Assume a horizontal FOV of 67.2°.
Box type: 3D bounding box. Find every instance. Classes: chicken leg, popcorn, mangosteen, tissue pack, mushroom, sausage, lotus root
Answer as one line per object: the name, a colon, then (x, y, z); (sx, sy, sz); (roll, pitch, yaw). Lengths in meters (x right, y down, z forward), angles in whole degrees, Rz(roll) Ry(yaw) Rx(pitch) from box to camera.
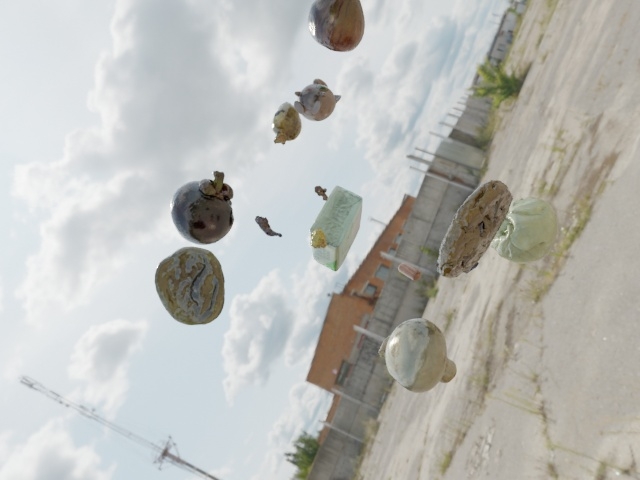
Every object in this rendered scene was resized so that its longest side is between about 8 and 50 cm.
chicken leg: (-0.307, -0.073, 2.808); (0.053, 0.205, 0.093); (-37, -14, -52)
popcorn: (0.000, 0.000, 1.904); (0.084, 0.084, 0.084); (22, -90, -78)
mangosteen: (-0.496, -0.129, 2.082); (0.293, 0.297, 0.297); (-27, -19, -4)
tissue pack: (0.088, -0.058, 2.691); (0.332, 0.205, 0.405); (-60, -11, -19)
mushroom: (0.291, 0.325, 1.352); (0.206, 0.208, 0.207); (10, -90, -87)
sausage: (0.269, 0.094, 1.459); (0.034, 0.083, 0.034); (-13, -64, -27)
lotus root: (-0.163, -0.578, 2.340); (0.154, 0.139, 0.257); (47, -143, -45)

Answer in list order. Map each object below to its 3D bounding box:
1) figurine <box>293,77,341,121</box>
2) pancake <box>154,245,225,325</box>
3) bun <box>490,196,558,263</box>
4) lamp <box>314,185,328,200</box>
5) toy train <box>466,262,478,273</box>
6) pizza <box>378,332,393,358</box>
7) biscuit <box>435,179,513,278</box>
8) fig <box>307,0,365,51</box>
figurine: (-0.013, -0.433, 1.497); (0.138, 0.125, 0.125); (-51, -21, -46)
pancake: (-0.464, 0.167, 1.714); (0.049, 0.294, 0.295); (-35, -35, -74)
bun: (0.726, -0.032, 1.769); (0.159, 0.259, 0.260); (-11, -50, -33)
lamp: (0.001, -0.226, 2.258); (0.083, 0.031, 0.063); (21, -124, -49)
toy train: (0.448, 0.081, 1.442); (0.017, 0.017, 0.083); (-55, -6, -20)
pizza: (0.311, 0.396, 1.681); (0.154, 0.193, 0.069); (-32, -38, -42)
biscuit: (0.414, -0.022, 1.278); (0.295, 0.075, 0.296); (-34, -37, -31)
fig: (0.041, -0.577, 1.231); (0.149, 0.148, 0.202); (-29, -41, -14)
